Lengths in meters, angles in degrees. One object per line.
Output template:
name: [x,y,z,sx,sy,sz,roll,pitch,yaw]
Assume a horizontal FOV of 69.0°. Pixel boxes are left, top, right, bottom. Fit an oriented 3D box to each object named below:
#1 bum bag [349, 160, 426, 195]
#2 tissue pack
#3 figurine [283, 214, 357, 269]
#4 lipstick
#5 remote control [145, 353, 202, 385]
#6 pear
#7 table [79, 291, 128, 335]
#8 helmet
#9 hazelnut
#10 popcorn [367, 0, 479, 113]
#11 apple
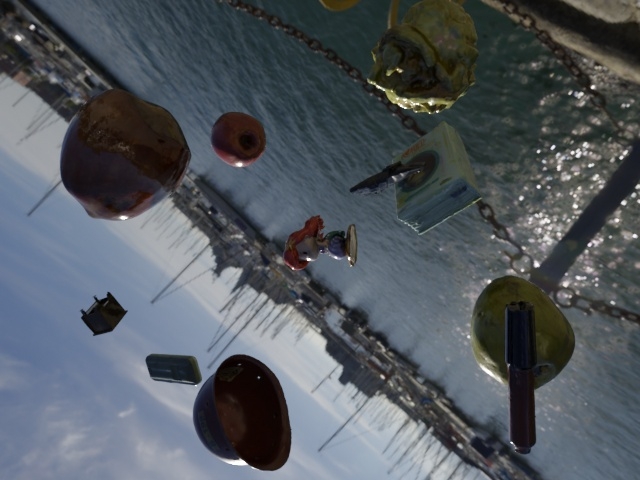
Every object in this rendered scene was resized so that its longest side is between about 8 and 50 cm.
bum bag: [0.207,-0.194,1.456,0.123,0.248,0.060,-11,-104,-62]
tissue pack: [0.432,-0.245,1.800,0.162,0.287,0.388,37,-144,-28]
figurine: [0.001,0.008,1.716,0.257,0.208,0.181,1,176,13]
lipstick: [0.515,0.358,1.196,0.077,0.077,0.418,-156,57,-65]
remote control: [-0.652,0.565,2.040,0.335,0.065,0.128,-8,97,37]
pear: [0.583,0.252,1.391,0.287,0.287,0.375,48,-147,-36]
table: [-0.594,0.197,1.270,0.082,0.070,0.083,64,-156,-25]
helmet: [-0.289,0.601,1.566,0.385,0.230,0.337,62,-155,7]
hazelnut: [-0.545,-0.235,1.311,0.366,0.366,0.366,41,172,7]
popcorn: [0.228,-0.379,0.998,0.212,0.259,0.259,38,172,2]
apple: [-0.331,-0.407,1.880,0.218,0.218,0.201,47,172,-32]
